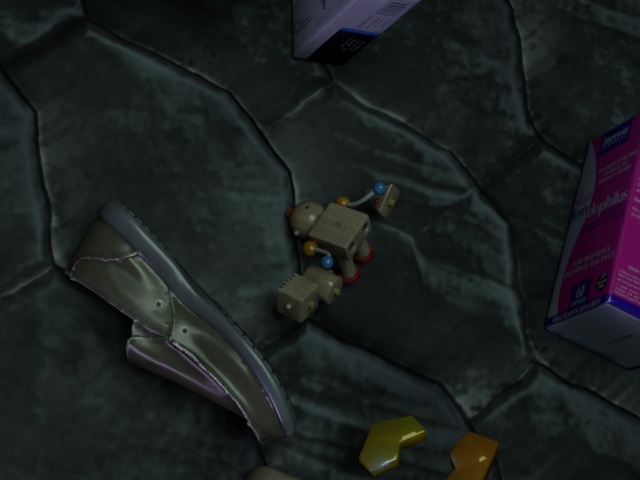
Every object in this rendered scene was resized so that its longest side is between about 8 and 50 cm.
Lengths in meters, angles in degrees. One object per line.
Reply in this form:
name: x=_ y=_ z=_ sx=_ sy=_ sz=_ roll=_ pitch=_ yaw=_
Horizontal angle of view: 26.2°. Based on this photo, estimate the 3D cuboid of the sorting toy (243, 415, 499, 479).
sorting toy: x=0.017 y=0.267 z=1.113 sx=0.229 sy=0.041 sz=0.307 roll=19 pitch=63 yaw=18

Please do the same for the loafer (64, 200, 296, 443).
loafer: x=-0.119 y=0.082 z=1.159 sx=0.087 sy=0.094 sz=0.251 roll=-42 pitch=84 yaw=-4

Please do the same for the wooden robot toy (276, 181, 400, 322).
wooden robot toy: x=0.000 y=0.000 z=1.254 sx=0.079 sy=0.076 sz=0.173 roll=24 pitch=60 yaw=23

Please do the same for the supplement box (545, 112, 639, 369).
supplement box: x=0.317 y=-0.002 z=1.357 sx=0.114 sy=0.111 sz=0.220 roll=26 pitch=65 yaw=-15

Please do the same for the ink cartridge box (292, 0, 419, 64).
ink cartridge box: x=0.026 y=-0.350 z=1.302 sx=0.065 sy=0.165 sz=0.332 roll=4 pitch=74 yaw=-24
